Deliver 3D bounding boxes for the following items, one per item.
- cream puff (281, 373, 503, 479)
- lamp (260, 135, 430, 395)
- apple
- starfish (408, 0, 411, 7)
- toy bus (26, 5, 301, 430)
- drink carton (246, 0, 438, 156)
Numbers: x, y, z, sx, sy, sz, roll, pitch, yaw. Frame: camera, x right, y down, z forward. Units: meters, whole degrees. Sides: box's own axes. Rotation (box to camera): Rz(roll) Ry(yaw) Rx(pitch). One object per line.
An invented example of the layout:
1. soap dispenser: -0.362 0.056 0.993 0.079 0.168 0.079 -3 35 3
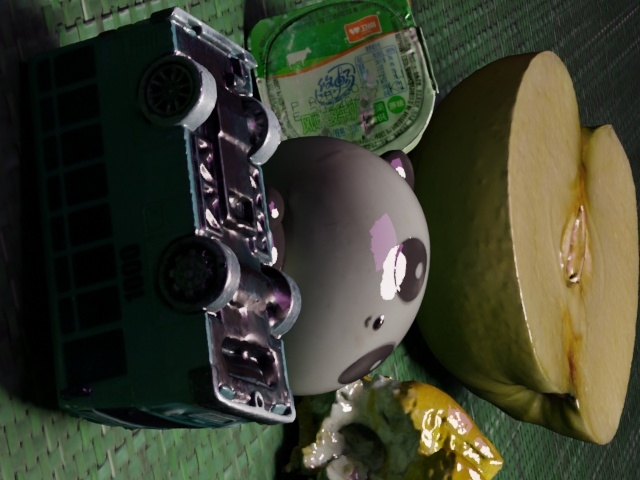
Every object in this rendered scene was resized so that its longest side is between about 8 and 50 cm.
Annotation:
1. cream puff: 0.067 0.221 1.647 0.195 0.194 0.221 60 32 -48
2. lamp: -0.026 0.018 1.449 0.244 0.198 0.198 -1 84 -57
3. apple: 0.228 0.012 2.026 0.311 0.320 0.360 132 -30 -62
4. starfish: 0.067 -0.314 2.009 0.302 0.060 0.299 -61 138 -61
5. toy bus: -0.103 -0.002 1.272 0.128 0.147 0.256 26 55 -63
6. drink carton: 0.030 -0.124 1.715 0.142 0.146 0.144 44 30 -78
